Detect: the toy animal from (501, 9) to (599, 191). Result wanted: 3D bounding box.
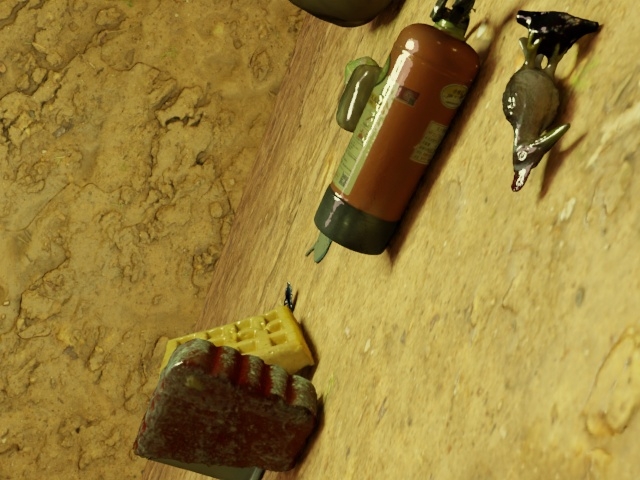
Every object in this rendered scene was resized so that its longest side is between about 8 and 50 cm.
[{"bbox_3d":[0.205,-0.137,0.692,0.105,0.070,0.202,107,176,-68],"label":"toy animal"}]

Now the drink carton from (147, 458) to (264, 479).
[{"bbox_3d":[-0.186,0.330,1.274,0.185,0.190,0.191,-61,15,14],"label":"drink carton"}]

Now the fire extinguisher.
[{"bbox_3d":[0.113,-0.177,0.981,0.200,0.113,0.376,-95,29,-64],"label":"fire extinguisher"}]

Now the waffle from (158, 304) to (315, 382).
[{"bbox_3d":[-0.145,0.189,1.225,0.221,0.248,0.055,-132,27,-77],"label":"waffle"}]

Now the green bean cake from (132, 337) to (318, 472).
[{"bbox_3d":[-0.132,0.255,1.054,0.097,0.233,0.198,-87,18,-65],"label":"green bean cake"}]

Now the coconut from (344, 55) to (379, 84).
[{"bbox_3d":[0.083,-0.318,1.418,0.082,0.081,0.083,-13,45,61],"label":"coconut"}]

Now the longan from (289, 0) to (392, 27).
[{"bbox_3d":[0.043,-0.636,1.538,0.404,0.336,0.404,165,90,-88],"label":"longan"}]

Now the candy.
[{"bbox_3d":[0.085,-0.219,1.158,0.234,0.102,0.104,-96,28,-76],"label":"candy"}]

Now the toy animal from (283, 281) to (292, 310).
[{"bbox_3d":[-0.094,0.185,1.428,0.108,0.062,0.220,61,-132,-83],"label":"toy animal"}]

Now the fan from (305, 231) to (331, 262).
[{"bbox_3d":[0.000,0.000,1.419,0.175,0.005,0.113,135,153,-62],"label":"fan"}]
